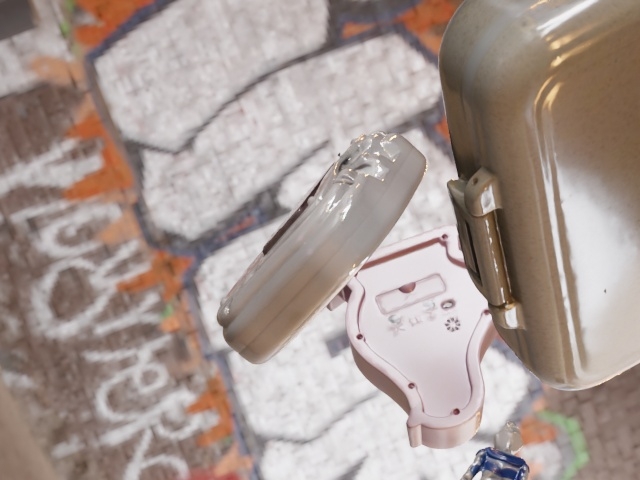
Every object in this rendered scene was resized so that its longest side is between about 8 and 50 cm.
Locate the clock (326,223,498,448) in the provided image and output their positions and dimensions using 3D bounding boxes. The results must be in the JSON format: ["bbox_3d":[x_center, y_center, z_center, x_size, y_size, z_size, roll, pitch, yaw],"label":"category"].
[{"bbox_3d":[0.181,0.111,1.683,0.080,0.290,0.275,79,-13,-59],"label":"clock"}]

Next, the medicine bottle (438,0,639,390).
[{"bbox_3d":[0.229,-0.062,0.985,0.123,0.282,0.375,51,-15,44],"label":"medicine bottle"}]

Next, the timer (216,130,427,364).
[{"bbox_3d":[0.000,0.000,1.330,0.087,0.237,0.262,39,30,-3],"label":"timer"}]

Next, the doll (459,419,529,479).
[{"bbox_3d":[0.286,0.379,2.076,0.057,0.114,0.227,96,17,-48],"label":"doll"}]
